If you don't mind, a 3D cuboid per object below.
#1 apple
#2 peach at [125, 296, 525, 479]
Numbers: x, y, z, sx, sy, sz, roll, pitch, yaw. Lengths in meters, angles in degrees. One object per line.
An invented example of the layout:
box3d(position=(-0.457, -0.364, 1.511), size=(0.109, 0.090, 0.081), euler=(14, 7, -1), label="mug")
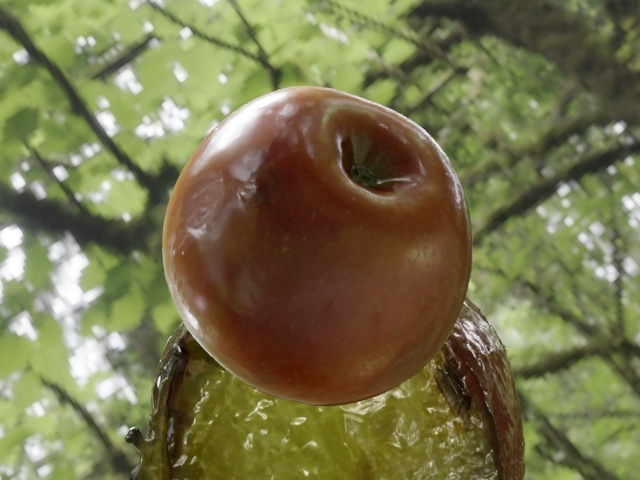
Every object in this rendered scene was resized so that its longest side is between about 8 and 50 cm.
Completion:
box3d(position=(0.000, 0.000, 0.887), size=(0.163, 0.163, 0.139), euler=(2, -48, -44), label="apple")
box3d(position=(0.027, 0.204, 1.530), size=(0.339, 0.416, 0.353), euler=(-24, -55, 20), label="peach")
